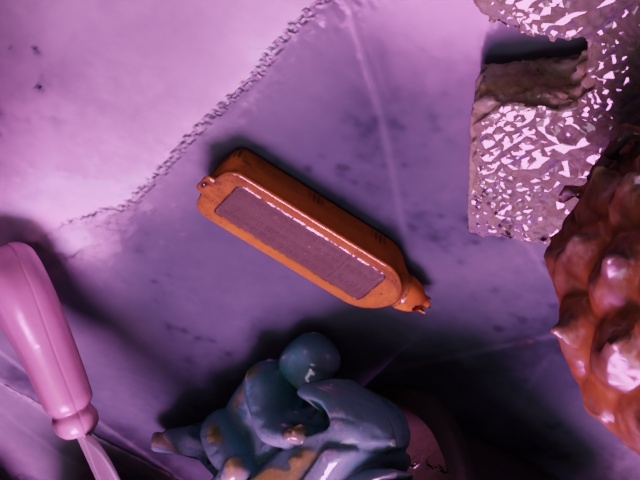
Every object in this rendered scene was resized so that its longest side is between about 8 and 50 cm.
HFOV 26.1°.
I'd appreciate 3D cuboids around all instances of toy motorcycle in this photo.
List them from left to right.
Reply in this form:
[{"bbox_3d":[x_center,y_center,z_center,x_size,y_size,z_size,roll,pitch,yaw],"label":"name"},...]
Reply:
[{"bbox_3d":[-0.032,0.168,0.972,0.109,0.198,0.296,12,159,-39],"label":"toy motorcycle"}]

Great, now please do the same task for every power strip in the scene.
[{"bbox_3d":[0.000,0.000,0.893,0.178,0.028,0.049,32,133,-17],"label":"power strip"}]

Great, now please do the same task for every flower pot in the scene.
[{"bbox_3d":[0.096,0.226,0.988,0.148,0.235,0.235,12,140,-28],"label":"flower pot"}]

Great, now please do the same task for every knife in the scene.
[{"bbox_3d":[-0.149,0.155,0.958,0.336,0.043,0.081,64,159,-3],"label":"knife"}]

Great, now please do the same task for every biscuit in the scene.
[{"bbox_3d":[0.150,-0.092,0.748,0.147,0.046,0.250,6,135,9],"label":"biscuit"}]

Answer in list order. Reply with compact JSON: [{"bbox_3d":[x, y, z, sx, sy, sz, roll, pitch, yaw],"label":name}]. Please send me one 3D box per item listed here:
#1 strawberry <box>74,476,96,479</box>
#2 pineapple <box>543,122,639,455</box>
[{"bbox_3d":[-0.144,0.272,1.143,0.107,0.175,0.236,-34,161,4],"label":"strawberry"},{"bbox_3d":[0.268,-0.042,0.603,0.223,0.223,0.357,28,126,-14],"label":"pineapple"}]
